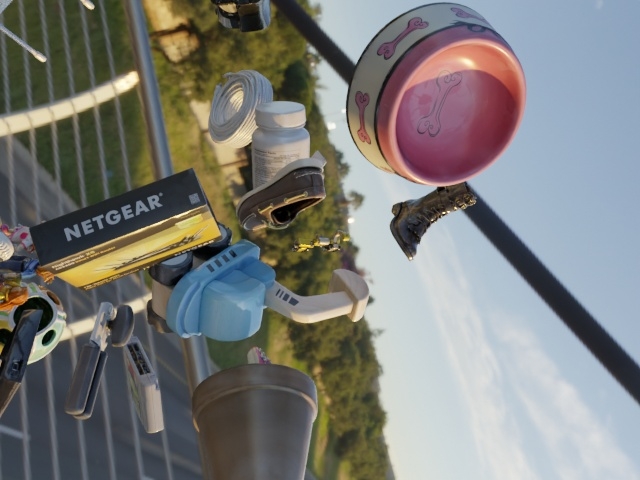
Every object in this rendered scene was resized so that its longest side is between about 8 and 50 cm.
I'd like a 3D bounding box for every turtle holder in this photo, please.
[{"bbox_3d":[-0.903,0.250,1.998,0.227,0.320,0.243,-24,-97,48],"label":"turtle holder"}]

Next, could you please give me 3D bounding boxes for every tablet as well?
[{"bbox_3d":[-0.020,-0.216,1.991,0.006,0.083,0.054,8,39,-51],"label":"tablet"}]

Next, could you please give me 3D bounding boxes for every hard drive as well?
[{"bbox_3d":[-0.779,0.304,1.734,0.054,0.172,0.255,26,30,-25],"label":"hard drive"}]

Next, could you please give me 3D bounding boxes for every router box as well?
[{"bbox_3d":[-0.355,-0.012,1.308,0.243,0.308,0.081,92,-24,-76],"label":"router box"}]

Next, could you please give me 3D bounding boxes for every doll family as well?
[{"bbox_3d":[-0.665,0.068,1.480,0.263,0.163,0.118,-62,154,-51],"label":"doll family"}]

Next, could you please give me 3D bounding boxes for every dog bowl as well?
[{"bbox_3d":[0.270,-0.300,1.507,0.150,0.408,0.408,-127,-161,-52],"label":"dog bowl"}]

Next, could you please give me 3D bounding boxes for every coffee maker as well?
[{"bbox_3d":[-0.149,-0.516,1.458,0.178,0.171,0.120,-46,154,-89],"label":"coffee maker"}]

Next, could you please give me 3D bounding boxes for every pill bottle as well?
[{"bbox_3d":[-0.108,-0.227,1.874,0.160,0.160,0.283,-106,-165,-65],"label":"pill bottle"}]

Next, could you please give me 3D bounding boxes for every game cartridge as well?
[{"bbox_3d":[-0.534,0.432,2.043,0.294,0.060,0.196,38,-43,55],"label":"game cartridge"}]

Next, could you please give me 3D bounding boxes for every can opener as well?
[{"bbox_3d":[-0.514,0.276,1.612,0.076,0.095,0.283,73,20,-58],"label":"can opener"}]

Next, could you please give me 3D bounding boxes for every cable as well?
[{"bbox_3d":[-0.254,-0.410,2.141,0.257,0.089,0.257,4,-106,50],"label":"cable"}]

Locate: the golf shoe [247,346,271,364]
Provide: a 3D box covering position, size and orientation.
[{"bbox_3d":[-0.168,0.410,1.802,0.115,0.140,0.306,57,5,-39],"label":"golf shoe"}]

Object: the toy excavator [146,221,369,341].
[{"bbox_3d":[-0.157,0.141,1.734,0.445,0.433,0.222,31,-51,22],"label":"toy excavator"}]

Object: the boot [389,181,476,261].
[{"bbox_3d":[0.304,-0.074,1.817,0.091,0.229,0.263,54,24,-30],"label":"boot"}]

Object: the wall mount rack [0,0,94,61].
[{"bbox_3d":[-0.797,-0.659,1.816,0.304,0.350,0.130,43,3,-21],"label":"wall mount rack"}]

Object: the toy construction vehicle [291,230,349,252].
[{"bbox_3d":[0.000,0.000,1.341,0.098,0.085,0.035,-23,-113,60],"label":"toy construction vehicle"}]

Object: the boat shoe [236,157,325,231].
[{"bbox_3d":[-0.100,-0.085,1.645,0.324,0.116,0.097,-31,-116,45],"label":"boat shoe"}]

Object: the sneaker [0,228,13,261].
[{"bbox_3d":[-0.651,-0.068,1.289,0.094,0.235,0.153,-59,-178,36],"label":"sneaker"}]

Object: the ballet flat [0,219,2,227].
[{"bbox_3d":[-0.868,-0.078,1.758,0.067,0.073,0.206,-38,126,-68],"label":"ballet flat"}]

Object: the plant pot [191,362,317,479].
[{"bbox_3d":[-0.158,0.505,1.679,0.323,0.323,0.280,77,5,-48],"label":"plant pot"}]
